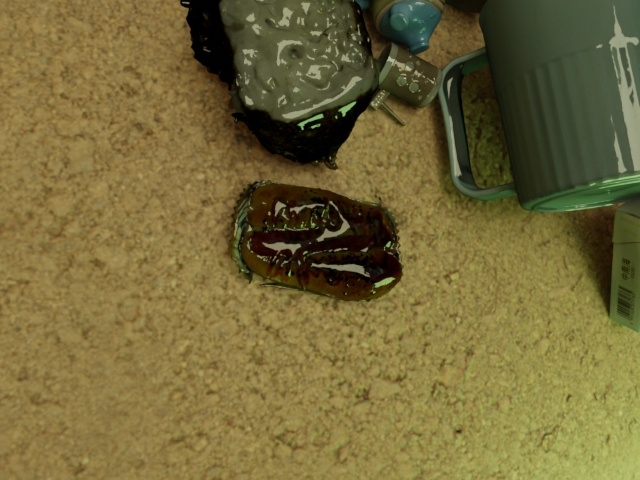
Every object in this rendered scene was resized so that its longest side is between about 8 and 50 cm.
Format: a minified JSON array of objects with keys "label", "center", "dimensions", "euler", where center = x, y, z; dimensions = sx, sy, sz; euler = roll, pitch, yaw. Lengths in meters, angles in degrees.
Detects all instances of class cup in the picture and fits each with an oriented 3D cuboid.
[{"label":"cup","center":[0.355,-0.208,0.803],"dimensions":[0.332,0.257,0.310],"euler":[-8,82,5]},{"label":"cup","center":[0.134,-0.249,0.885],"dimensions":[0.099,0.074,0.102],"euler":[23,77,-13]}]

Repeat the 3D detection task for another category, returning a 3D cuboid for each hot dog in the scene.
[{"label":"hot dog","center":[0.000,0.000,0.811],"dimensions":[0.271,0.082,0.162],"euler":[11,78,-14]}]

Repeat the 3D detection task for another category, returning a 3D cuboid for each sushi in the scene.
[{"label":"sushi","center":[-0.062,-0.280,0.769],"dimensions":[0.235,0.207,0.348],"euler":[-9,80,-6]}]

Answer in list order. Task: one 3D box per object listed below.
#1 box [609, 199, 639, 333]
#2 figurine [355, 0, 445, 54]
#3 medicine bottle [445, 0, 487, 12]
[{"label":"box","center":[0.564,0.021,0.925],"dimensions":[0.155,0.067,0.242],"euler":[-30,125,-20]},{"label":"figurine","center":[0.103,-0.431,0.861],"dimensions":[0.180,0.154,0.261],"euler":[-5,81,-29]},{"label":"medicine bottle","center":[0.304,-0.557,0.911],"dimensions":[0.151,0.151,0.322],"euler":[24,88,-13]}]
